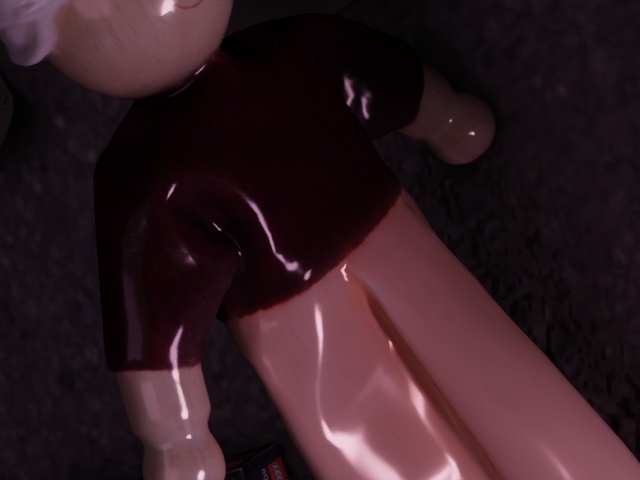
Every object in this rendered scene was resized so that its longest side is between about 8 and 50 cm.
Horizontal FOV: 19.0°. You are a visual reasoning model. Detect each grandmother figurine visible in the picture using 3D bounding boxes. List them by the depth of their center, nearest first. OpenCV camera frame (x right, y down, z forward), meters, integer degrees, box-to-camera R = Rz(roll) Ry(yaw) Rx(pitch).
[{"bbox_3d":[0.000,0.000,0.667,0.104,0.208,0.342,-23,111,41],"label":"grandmother figurine"}]

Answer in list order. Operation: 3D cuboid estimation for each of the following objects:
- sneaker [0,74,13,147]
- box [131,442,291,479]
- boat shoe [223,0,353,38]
[{"bbox_3d":[-0.302,-0.069,0.906,0.315,0.127,0.182,39,120,18],"label":"sneaker"},{"bbox_3d":[-0.059,0.221,0.851,0.159,0.044,0.233,-17,93,24],"label":"box"},{"bbox_3d":[0.002,-0.154,0.712,0.227,0.079,0.081,-44,58,36],"label":"boat shoe"}]
